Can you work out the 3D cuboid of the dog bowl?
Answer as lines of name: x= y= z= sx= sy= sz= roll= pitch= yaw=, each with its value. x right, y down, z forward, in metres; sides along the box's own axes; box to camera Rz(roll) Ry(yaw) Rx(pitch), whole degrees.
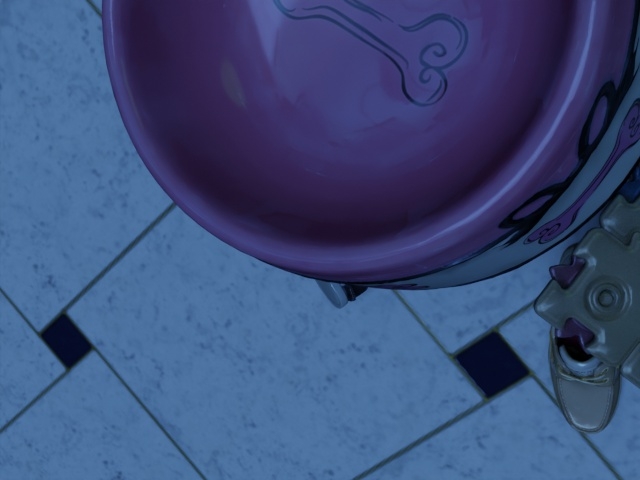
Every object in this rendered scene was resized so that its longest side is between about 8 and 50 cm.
dog bowl: x=0.029 y=-0.154 z=0.576 sx=0.408 sy=0.150 sz=0.407 roll=4 pitch=99 yaw=24

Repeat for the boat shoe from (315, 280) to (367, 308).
boat shoe: x=0.000 y=0.000 z=0.763 sx=0.125 sy=0.038 sz=0.046 roll=58 pitch=160 yaw=1

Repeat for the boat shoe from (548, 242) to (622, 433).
boat shoe: x=0.215 y=0.089 z=0.694 sx=0.063 sy=0.059 sz=0.170 roll=-1 pitch=107 yaw=23

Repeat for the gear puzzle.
gear puzzle: x=0.336 y=0.079 z=0.639 sx=0.339 sy=0.044 sz=0.175 roll=36 pitch=92 yaw=-3
